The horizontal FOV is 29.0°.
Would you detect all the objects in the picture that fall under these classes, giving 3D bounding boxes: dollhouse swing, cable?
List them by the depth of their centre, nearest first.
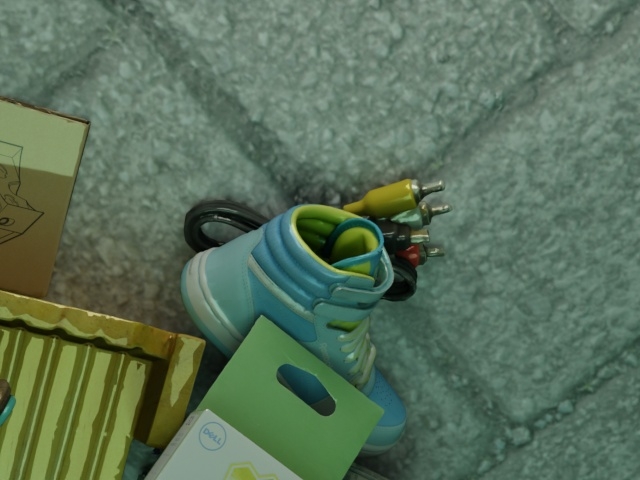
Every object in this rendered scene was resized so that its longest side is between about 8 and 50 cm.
[{"bbox_3d":[-0.335,0.209,1.246,0.346,0.315,0.305,15,81,-11],"label":"dollhouse swing"},{"bbox_3d":[0.000,0.000,1.349,0.287,0.072,0.140,-1,126,6],"label":"cable"}]

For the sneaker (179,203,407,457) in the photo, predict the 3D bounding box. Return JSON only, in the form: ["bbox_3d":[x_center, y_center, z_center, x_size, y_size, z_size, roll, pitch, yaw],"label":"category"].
[{"bbox_3d":[0.029,0.093,1.293,0.208,0.127,0.319,-33,119,29],"label":"sneaker"}]

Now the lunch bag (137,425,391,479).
[{"bbox_3d":[-0.040,0.329,1.339,0.305,0.256,0.213,29,72,-17],"label":"lunch bag"}]

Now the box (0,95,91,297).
[{"bbox_3d":[-0.343,-0.052,1.294,0.164,0.021,0.201,15,106,-11],"label":"box"}]

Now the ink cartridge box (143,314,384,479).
[{"bbox_3d":[-0.051,0.211,1.184,0.171,0.056,0.235,39,72,-11],"label":"ink cartridge box"}]

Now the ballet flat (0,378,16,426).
[{"bbox_3d":[-0.417,0.201,1.145,0.124,0.116,0.342,43,126,-10],"label":"ballet flat"}]
